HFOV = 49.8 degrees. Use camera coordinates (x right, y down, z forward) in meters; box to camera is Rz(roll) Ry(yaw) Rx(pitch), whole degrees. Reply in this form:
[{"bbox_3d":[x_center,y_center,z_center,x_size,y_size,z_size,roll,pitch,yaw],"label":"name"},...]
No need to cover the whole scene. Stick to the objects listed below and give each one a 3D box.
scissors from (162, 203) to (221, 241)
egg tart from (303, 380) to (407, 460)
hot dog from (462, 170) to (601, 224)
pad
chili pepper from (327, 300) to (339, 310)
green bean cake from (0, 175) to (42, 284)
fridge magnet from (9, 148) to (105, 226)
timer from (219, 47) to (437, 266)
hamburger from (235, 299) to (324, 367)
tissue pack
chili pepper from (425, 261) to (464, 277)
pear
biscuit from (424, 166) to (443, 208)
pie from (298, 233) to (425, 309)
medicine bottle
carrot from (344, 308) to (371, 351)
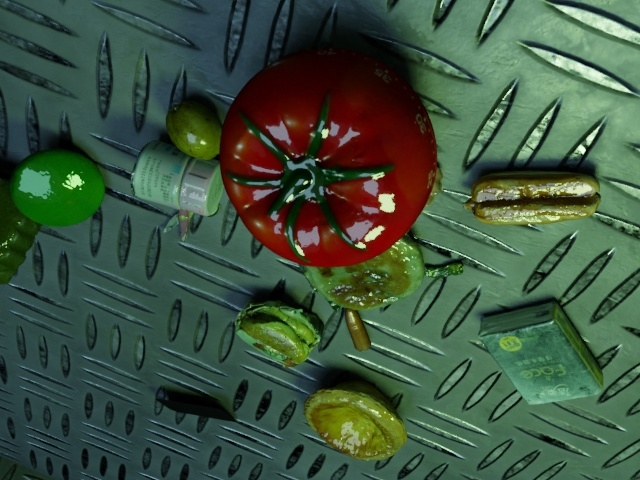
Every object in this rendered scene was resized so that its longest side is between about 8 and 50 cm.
[{"bbox_3d":[-0.321,-0.061,1.637,0.134,0.020,0.187,27,136,-11],"label":"scissors"},{"bbox_3d":[0.103,0.488,1.932,0.319,0.128,0.319,13,136,13],"label":"egg tart"},{"bbox_3d":[0.390,-0.081,1.288,0.249,0.076,0.102,-2,95,22],"label":"hot dog"},{"bbox_3d":[-0.417,0.496,2.204,0.250,0.055,0.323,6,134,17],"label":"pad"},{"bbox_3d":[0.020,0.125,1.672,0.055,0.035,0.118,22,136,25],"label":"chili pepper"},{"bbox_3d":[-0.832,-0.043,1.684,0.247,0.249,0.156,21,171,0],"label":"green bean cake"},{"bbox_3d":[-0.610,-0.124,1.606,0.208,0.088,0.208,-10,130,-12],"label":"fridge magnet"},{"bbox_3d":[0.015,-0.145,1.210,0.378,0.279,0.377,10,119,19],"label":"timer"},{"bbox_3d":[-0.102,0.227,1.753,0.214,0.125,0.235,33,151,-25],"label":"hamburger"},{"bbox_3d":[0.503,0.258,1.571,0.185,0.081,0.257,-20,122,36],"label":"tissue pack"},{"bbox_3d":[0.275,0.066,1.517,0.091,0.034,0.030,-10,95,31],"label":"chili pepper"},{"bbox_3d":[-0.250,-0.222,1.388,0.107,0.107,0.131,-21,130,36],"label":"pear"},{"bbox_3d":[0.147,-0.100,1.371,0.183,0.061,0.118,10,94,13],"label":"biscuit"},{"bbox_3d":[0.089,0.052,1.519,0.303,0.066,0.302,5,139,4],"label":"pie"},{"bbox_3d":[-0.300,-0.131,1.477,0.169,0.135,0.135,18,137,5],"label":"medicine bottle"},{"bbox_3d":[0.088,0.218,1.727,0.048,0.048,0.139,-3,130,25],"label":"carrot"}]
